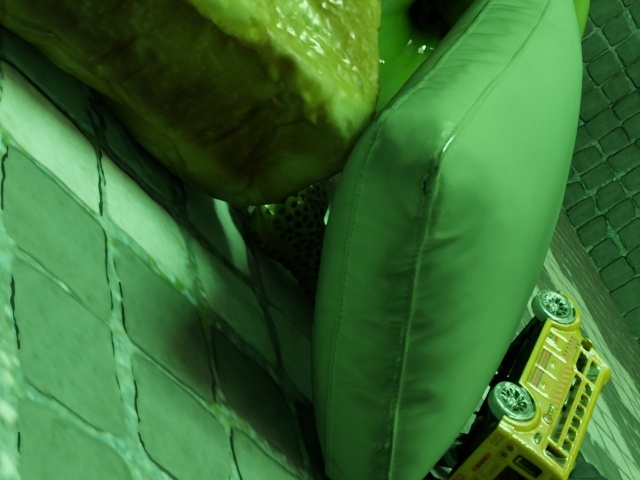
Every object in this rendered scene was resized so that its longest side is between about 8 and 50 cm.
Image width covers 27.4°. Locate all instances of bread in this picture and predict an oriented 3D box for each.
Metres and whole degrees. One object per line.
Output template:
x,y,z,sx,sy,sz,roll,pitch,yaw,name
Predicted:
-0.102,-0.166,0.768,0.344,0.149,0.195,42,40,-40,bread

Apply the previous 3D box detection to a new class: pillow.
0.084,-0.016,0.823,0.120,0.255,0.322,17,33,15,pillow

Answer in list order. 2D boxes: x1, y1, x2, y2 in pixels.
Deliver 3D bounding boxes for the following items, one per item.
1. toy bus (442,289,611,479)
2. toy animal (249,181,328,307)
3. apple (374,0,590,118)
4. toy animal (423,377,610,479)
0.141,0.104,0.861,0.074,0.069,0.162,35,39,2,toy bus
0.000,0.000,0.927,0.181,0.073,0.136,54,30,-25,toy animal
0.058,-0.254,1.162,0.357,0.357,0.357,52,14,-19,apple
0.163,0.198,0.925,0.298,0.122,0.185,33,21,-33,toy animal
